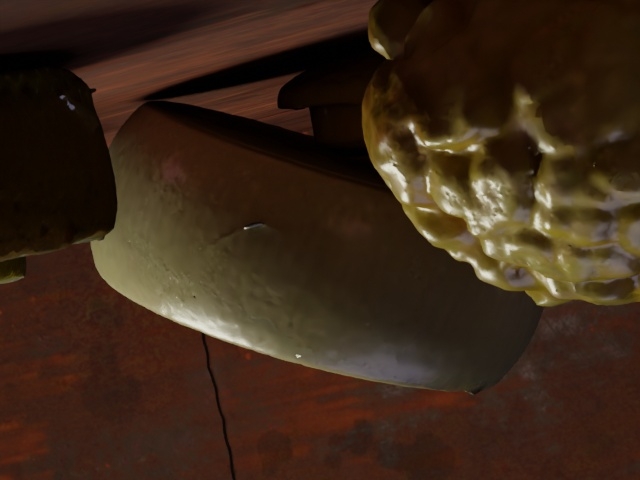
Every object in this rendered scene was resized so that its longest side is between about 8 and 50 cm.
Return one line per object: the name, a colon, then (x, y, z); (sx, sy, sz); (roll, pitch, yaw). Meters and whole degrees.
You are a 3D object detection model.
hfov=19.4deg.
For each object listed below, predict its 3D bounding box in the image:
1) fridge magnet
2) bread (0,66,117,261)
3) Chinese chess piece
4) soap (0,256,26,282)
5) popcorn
fridge magnet: (0.046, -0.084, 1.065); (0.143, 0.063, 0.143); (-10, -174, 1)
bread: (-0.189, -0.012, 0.714); (0.236, 0.070, 0.236); (-13, -178, 0)
Chinese chess piece: (0.000, 0.000, 1.081); (0.273, 0.102, 0.273); (16, -172, -2)
soap: (-0.292, 0.008, 1.162); (0.199, 0.091, 0.315); (-13, -179, -3)
popcorn: (0.097, -0.051, 0.733); (0.170, 0.180, 0.180); (-45, 166, 28)
